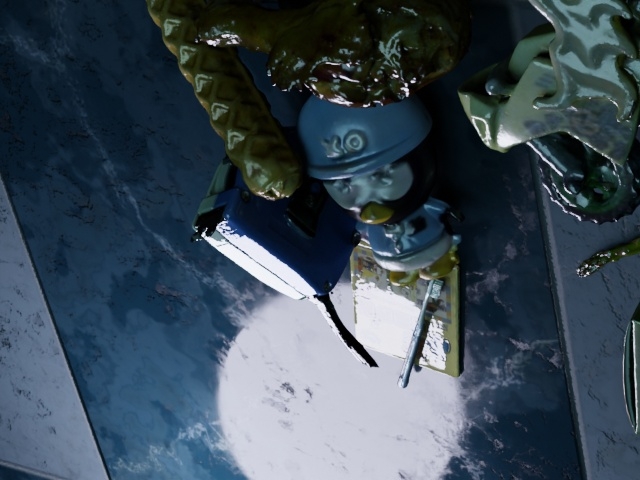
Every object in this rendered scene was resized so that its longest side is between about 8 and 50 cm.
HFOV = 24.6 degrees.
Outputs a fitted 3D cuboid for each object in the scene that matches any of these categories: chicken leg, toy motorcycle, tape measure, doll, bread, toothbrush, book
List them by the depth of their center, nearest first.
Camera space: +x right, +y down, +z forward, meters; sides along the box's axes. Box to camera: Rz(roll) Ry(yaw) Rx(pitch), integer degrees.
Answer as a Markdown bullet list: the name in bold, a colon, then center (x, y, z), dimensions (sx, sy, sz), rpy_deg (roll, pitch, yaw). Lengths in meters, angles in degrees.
- **toy motorcycle**: center (0.282, -0.212, 1.555), dimensions (0.237, 0.169, 0.410), rpy_deg (25, 128, 15)
- **chicken leg**: center (-0.004, -0.219, 1.647), dimensions (0.361, 0.211, 0.140), rpy_deg (2, 112, 30)
- **bread**: center (-0.128, -0.209, 1.823), dimensions (0.077, 0.084, 0.367), rpy_deg (-30, 79, 6)
- **doll**: center (0.073, -0.086, 1.832), dimensions (0.177, 0.141, 0.314), rpy_deg (-14, 117, 27)
- **tape measure**: center (0.000, 0.000, 1.936), dimensions (0.098, 0.215, 0.351), rpy_deg (-15, 135, 45)
- **toothbrush**: center (0.136, 0.128, 2.011), dimensions (0.019, 0.016, 0.219), rpy_deg (24, 133, 11)
- **book**: center (0.118, 0.090, 2.019), dimensions (0.168, 0.013, 0.192), rpy_deg (17, 130, 28)

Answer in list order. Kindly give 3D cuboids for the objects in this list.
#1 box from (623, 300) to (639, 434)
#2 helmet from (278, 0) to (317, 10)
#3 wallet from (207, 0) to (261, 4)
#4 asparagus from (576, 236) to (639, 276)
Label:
- **box**: center (0.434, 0.103, 1.617), dimensions (0.148, 0.195, 0.177), rpy_deg (12, 134, 27)
- **helmet**: center (0.007, -0.311, 1.767), dimensions (0.098, 0.070, 0.123), rpy_deg (40, 142, -5)
- **wallet**: center (-0.164, -0.376, 1.880), dimensions (0.250, 0.044, 0.149), rpy_deg (35, 140, 13)
- **asparagus**: center (0.394, 0.004, 1.723), dimensions (0.024, 0.025, 0.248), rpy_deg (20, 152, -36)
